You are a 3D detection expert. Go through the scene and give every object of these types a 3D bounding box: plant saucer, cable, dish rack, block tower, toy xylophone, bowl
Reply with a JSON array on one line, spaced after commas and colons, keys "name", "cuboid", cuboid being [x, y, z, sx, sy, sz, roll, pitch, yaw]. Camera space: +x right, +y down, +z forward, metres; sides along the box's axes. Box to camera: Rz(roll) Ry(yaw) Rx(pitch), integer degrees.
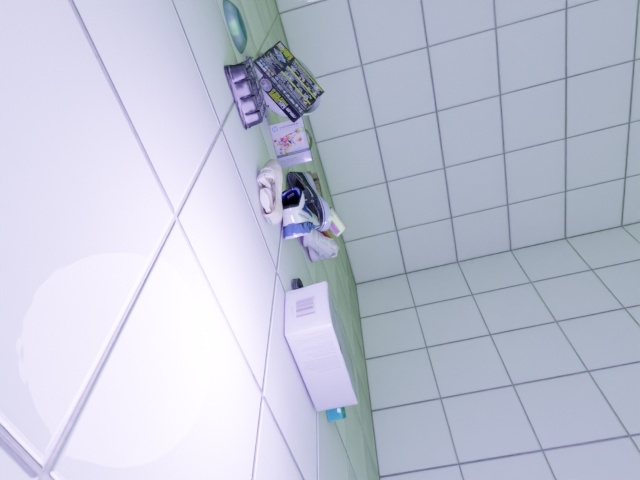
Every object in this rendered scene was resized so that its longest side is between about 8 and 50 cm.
[{"name": "plant saucer", "cuboid": [-0.303, -0.788, 1.755, 0.195, 0.037, 0.195, -13, 90, -84]}, {"name": "cable", "cuboid": [-0.059, 0.280, 1.776, 0.287, 0.072, 0.139, 60, 31, -25]}, {"name": "dish rack", "cuboid": [-0.241, -0.513, 1.624, 0.271, 0.074, 0.208, -93, 169, -61]}, {"name": "block tower", "cuboid": [-0.032, -0.210, 2.594, 0.097, 0.090, 0.336, 54, 24, -70]}, {"name": "toy xylophone", "cuboid": [0.006, -0.109, 2.265, 0.236, 0.081, 0.322, 51, -13, -4]}, {"name": "bowl", "cuboid": [-0.154, -0.621, 1.993, 0.297, 0.134, 0.298, 18, 59, -33]}]

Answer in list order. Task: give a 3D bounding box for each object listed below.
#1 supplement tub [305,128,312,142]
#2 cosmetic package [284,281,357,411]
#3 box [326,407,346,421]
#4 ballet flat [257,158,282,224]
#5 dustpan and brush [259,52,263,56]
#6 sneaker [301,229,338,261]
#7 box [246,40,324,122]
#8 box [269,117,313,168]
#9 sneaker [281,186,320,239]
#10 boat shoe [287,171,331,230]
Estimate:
[{"name": "supplement tub", "cuboid": [-0.115, -0.442, 2.152, 0.200, 0.144, 0.144, -67, 144, -78]}, {"name": "cosmetic package", "cuboid": [0.005, 0.361, 1.601, 0.217, 0.156, 0.385, -96, 169, -55]}, {"name": "box", "cuboid": [0.045, 0.581, 1.895, 0.100, 0.060, 0.244, 56, 22, -71]}, {"name": "ballet flat", "cuboid": [-0.168, -0.171, 1.566, 0.086, 0.086, 0.249, 61, 18, -65]}, {"name": "dustpan and brush", "cuboid": [-0.230, -0.744, 2.140, 0.211, 0.060, 0.147, -94, 169, -51]}, {"name": "sneaker", "cuboid": [0.000, 0.000, 2.205, 0.305, 0.152, 0.114, 62, 28, -61]}, {"name": "box", "cuboid": [-0.132, -0.624, 1.880, 0.270, 0.060, 0.216, 46, 48, -15]}, {"name": "box", "cuboid": [-0.124, -0.413, 2.036, 0.038, 0.145, 0.186, -70, 147, -79]}, {"name": "sneaker", "cuboid": [-0.086, -0.120, 1.871, 0.315, 0.127, 0.182, -55, 133, -78]}, {"name": "boat shoe", "cuboid": [-0.064, -0.172, 2.104, 0.119, 0.121, 0.335, 3, 45, -38]}]
